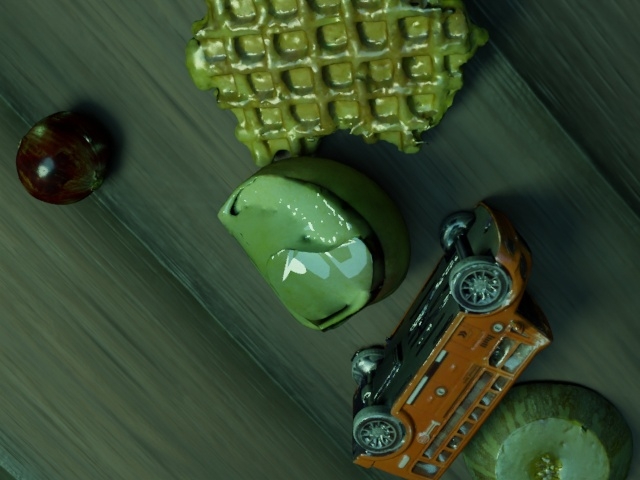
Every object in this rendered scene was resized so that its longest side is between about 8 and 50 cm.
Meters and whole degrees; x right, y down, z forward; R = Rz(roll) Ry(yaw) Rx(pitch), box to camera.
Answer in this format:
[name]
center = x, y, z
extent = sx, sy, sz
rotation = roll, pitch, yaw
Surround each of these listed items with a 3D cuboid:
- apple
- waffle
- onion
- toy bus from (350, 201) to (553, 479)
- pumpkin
[apple]
center = 0.000, 0.000, 0.752
extent = 0.188, 0.174, 0.207
rotation = 54, 157, 10
[waffle]
center = 0.009, -0.191, 0.701
extent = 0.301, 0.058, 0.281
rotation = -22, 124, 30
[onion]
center = -0.321, -0.099, 0.822
extent = 0.119, 0.118, 0.117
rotation = 22, 118, 4
[toy bus]
center = 0.155, 0.125, 0.786
extent = 0.153, 0.143, 0.329
rotation = 25, 113, -8
[pumpkin]
center = 0.285, 0.287, 0.838
extent = 0.217, 0.110, 0.217
rotation = 4, 106, 14
